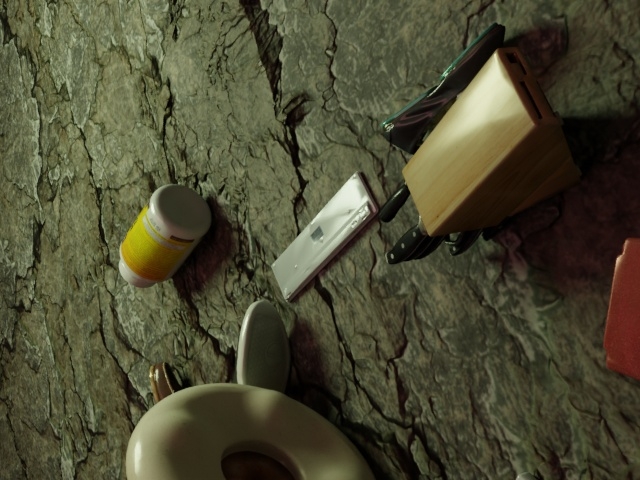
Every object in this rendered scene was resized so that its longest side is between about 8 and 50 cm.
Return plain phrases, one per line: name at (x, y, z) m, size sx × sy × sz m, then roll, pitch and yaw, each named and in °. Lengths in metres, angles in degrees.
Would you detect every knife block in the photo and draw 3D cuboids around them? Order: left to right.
knife block at (0.142, -0.063, 0.832) m, size 0.242 × 0.276 × 0.088 m, roll -27°, pitch 68°, yaw 16°

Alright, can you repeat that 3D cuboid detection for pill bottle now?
pill bottle at (-0.296, 0.000, 1.444) m, size 0.215 × 0.117 × 0.117 m, roll -46°, pitch 58°, yaw 40°

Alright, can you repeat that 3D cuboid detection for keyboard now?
keyboard at (0.000, 0.000, 1.176) m, size 0.256 × 0.014 × 0.072 m, roll -46°, pitch 53°, yaw 40°

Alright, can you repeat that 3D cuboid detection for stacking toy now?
stacking toy at (-0.151, 0.476, 1.093) m, size 0.350 × 0.351 × 0.479 m, roll 43°, pitch 120°, yaw 40°

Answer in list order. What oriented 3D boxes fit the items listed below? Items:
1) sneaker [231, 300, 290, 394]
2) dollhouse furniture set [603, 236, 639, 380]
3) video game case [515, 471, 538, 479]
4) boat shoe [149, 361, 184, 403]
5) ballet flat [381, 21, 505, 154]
sneaker at (-0.130, 0.237, 1.266) m, size 0.147 × 0.105 × 0.295 m, roll 7°, pitch 102°, yaw 45°
dollhouse furniture set at (0.336, 0.184, 0.633) m, size 0.152 × 0.201 × 0.373 m, roll 14°, pitch 102°, yaw 49°
video game case at (0.267, 0.392, 0.866) m, size 0.201 × 0.023 × 0.183 m, roll 38°, pitch 119°, yaw 41°
boat shoe at (-0.259, 0.319, 1.464) m, size 0.073 × 0.073 × 0.206 m, roll -26°, pitch 71°, yaw 8°
ballet flat at (0.160, -0.172, 0.938) m, size 0.203 × 0.074 × 0.074 m, roll -40°, pitch 62°, yaw 37°
